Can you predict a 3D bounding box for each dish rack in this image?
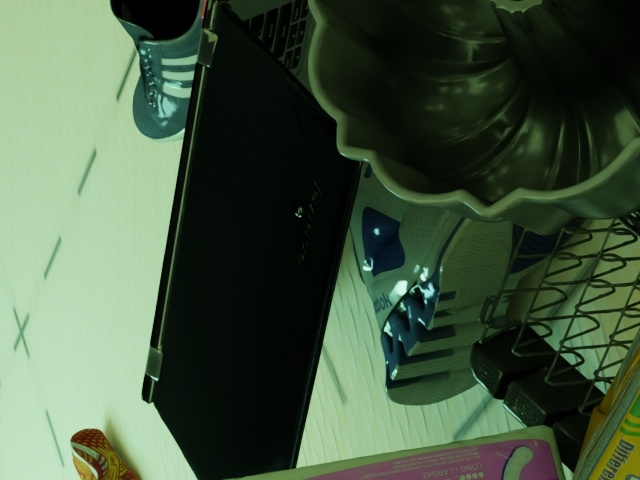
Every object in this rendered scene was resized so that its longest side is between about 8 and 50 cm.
[{"bbox_3d":[0.214,0.043,1.292,0.208,0.074,0.271,43,127,37],"label":"dish rack"}]

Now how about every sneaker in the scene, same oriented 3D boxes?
[{"bbox_3d":[0.096,-0.026,1.464,0.182,0.127,0.315,64,146,31],"label":"sneaker"},{"bbox_3d":[-0.255,0.300,2.236,0.175,0.064,0.067,-123,19,-49],"label":"sneaker"},{"bbox_3d":[-0.160,-0.217,1.883,0.350,0.148,0.131,-53,49,51],"label":"sneaker"}]

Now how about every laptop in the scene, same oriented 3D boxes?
[{"bbox_3d":[0.000,0.000,1.525,0.236,0.408,0.382,25,119,23],"label":"laptop"}]

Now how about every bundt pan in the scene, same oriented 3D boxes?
[{"bbox_3d":[0.161,-0.148,1.220,0.331,0.124,0.331,-14,61,28],"label":"bundt pan"}]

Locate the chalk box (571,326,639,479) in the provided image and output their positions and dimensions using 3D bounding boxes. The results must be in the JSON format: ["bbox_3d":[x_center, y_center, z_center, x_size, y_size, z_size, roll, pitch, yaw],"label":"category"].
[{"bbox_3d":[0.295,0.141,1.004,0.179,0.289,0.180,-57,-10,-55],"label":"chalk box"}]

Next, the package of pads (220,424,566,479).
[{"bbox_3d":[0.044,0.264,1.253,0.101,0.296,0.229,125,135,-70],"label":"package of pads"}]
